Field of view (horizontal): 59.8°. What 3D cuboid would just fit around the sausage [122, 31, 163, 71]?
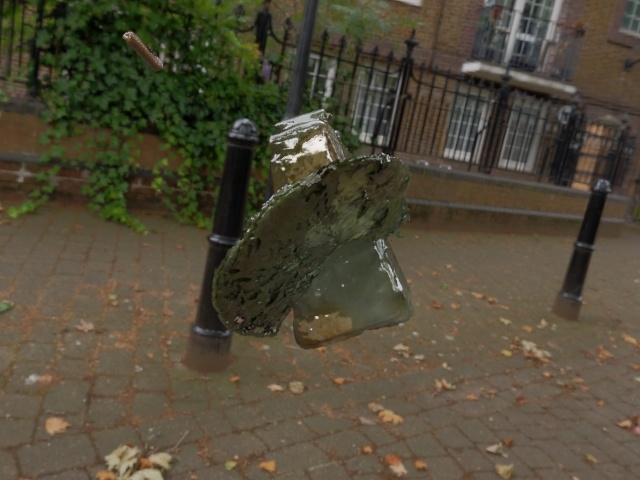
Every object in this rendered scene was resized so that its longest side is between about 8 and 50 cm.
[{"bbox_3d":[-0.350,-0.373,1.099,0.026,0.026,0.116,14,-9,16],"label":"sausage"}]

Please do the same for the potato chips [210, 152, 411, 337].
[{"bbox_3d":[0.003,0.003,0.487,0.220,0.202,0.029,-37,61,-18],"label":"potato chips"}]

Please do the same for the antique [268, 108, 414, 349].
[{"bbox_3d":[0.012,-0.020,0.713,0.150,0.284,0.125,-16,0,10],"label":"antique"}]
